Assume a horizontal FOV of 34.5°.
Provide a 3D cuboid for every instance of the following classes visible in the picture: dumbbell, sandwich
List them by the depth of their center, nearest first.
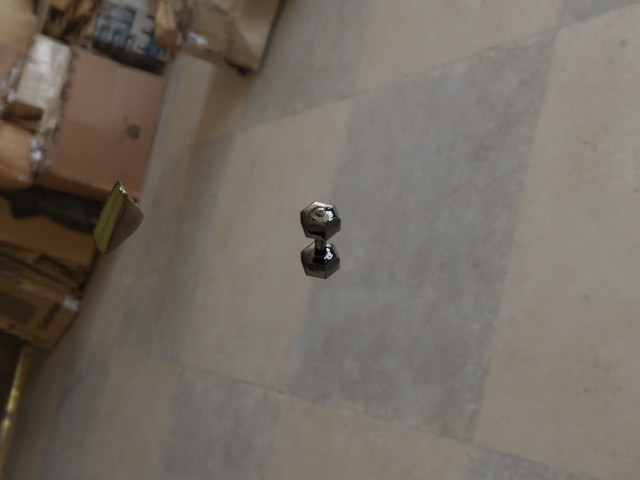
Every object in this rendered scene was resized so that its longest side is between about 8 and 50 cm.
[{"bbox_3d":[0.000,0.000,0.983,0.083,0.040,0.036,91,-166,-51],"label":"dumbbell"},{"bbox_3d":[-0.200,-0.026,1.045,0.031,0.044,0.083,45,124,20],"label":"sandwich"}]
